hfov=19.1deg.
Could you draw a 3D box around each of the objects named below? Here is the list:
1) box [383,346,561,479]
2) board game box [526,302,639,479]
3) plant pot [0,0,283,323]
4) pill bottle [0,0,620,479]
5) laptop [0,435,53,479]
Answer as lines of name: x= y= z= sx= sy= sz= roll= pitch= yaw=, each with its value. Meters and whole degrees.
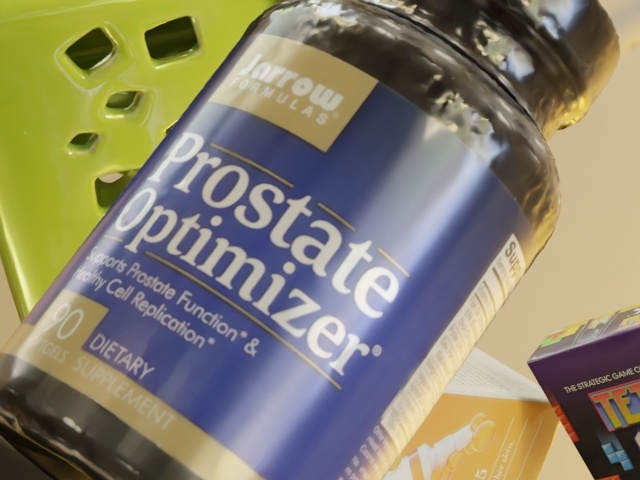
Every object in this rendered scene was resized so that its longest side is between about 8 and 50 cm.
box: x=-0.020 y=0.166 z=1.363 sx=0.168 sy=0.345 sz=0.215 roll=31 pitch=-74 yaw=44
board game box: x=0.249 y=0.111 z=1.321 sx=0.170 sy=0.048 sz=0.141 roll=-23 pitch=-75 yaw=40
plant pot: x=-0.079 y=-0.112 z=0.965 sx=0.227 sy=0.207 sz=0.228 roll=85 pitch=-7 yaw=-47
pill bottle: x=0.000 y=0.000 z=0.615 sx=0.123 sy=0.123 sz=0.219 roll=22 pitch=-110 yaw=43
laptop: x=-0.349 y=0.275 z=1.197 sx=0.382 sy=0.236 sz=0.408 roll=29 pitch=-106 yaw=22
